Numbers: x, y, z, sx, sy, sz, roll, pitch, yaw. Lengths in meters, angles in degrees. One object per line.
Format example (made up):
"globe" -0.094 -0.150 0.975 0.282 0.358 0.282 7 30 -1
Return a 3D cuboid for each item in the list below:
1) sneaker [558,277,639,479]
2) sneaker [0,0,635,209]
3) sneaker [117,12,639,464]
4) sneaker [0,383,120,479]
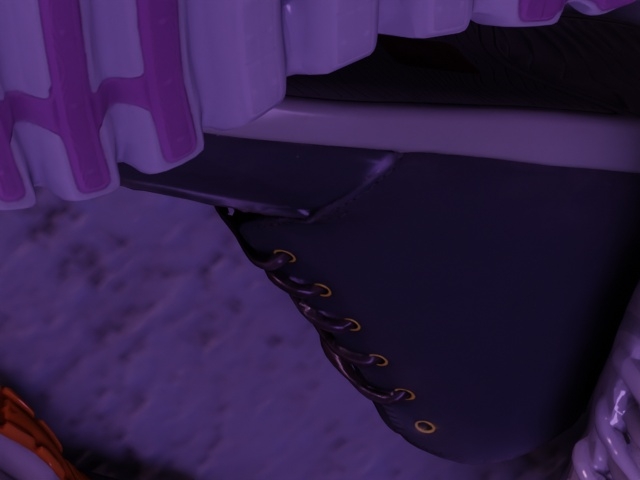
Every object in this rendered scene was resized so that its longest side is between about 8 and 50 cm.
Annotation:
"sneaker" 0.109 0.072 0.523 0.118 0.110 0.292 -22 144 -5
"sneaker" -0.027 -0.084 0.404 0.236 0.104 0.095 -18 139 -26
"sneaker" 0.000 0.000 0.495 0.222 0.083 0.118 6 121 -23
"sneaker" -0.081 0.125 0.556 0.262 0.099 0.121 38 112 -26
